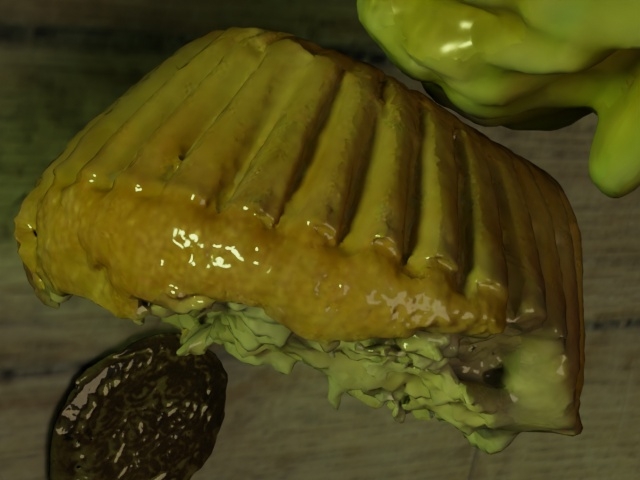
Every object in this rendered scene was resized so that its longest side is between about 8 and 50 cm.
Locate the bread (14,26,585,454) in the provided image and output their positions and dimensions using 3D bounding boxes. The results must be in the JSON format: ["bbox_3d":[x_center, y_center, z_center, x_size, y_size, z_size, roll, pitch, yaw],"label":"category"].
[{"bbox_3d":[0.000,0.000,0.834,0.274,0.274,0.149,26,77,-46],"label":"bread"}]

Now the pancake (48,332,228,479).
[{"bbox_3d":[-0.096,0.099,0.962,0.115,0.011,0.115,-20,124,-34],"label":"pancake"}]

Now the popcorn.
[{"bbox_3d":[0.126,-0.203,0.841,0.334,0.293,0.292,-42,176,-38],"label":"popcorn"}]
